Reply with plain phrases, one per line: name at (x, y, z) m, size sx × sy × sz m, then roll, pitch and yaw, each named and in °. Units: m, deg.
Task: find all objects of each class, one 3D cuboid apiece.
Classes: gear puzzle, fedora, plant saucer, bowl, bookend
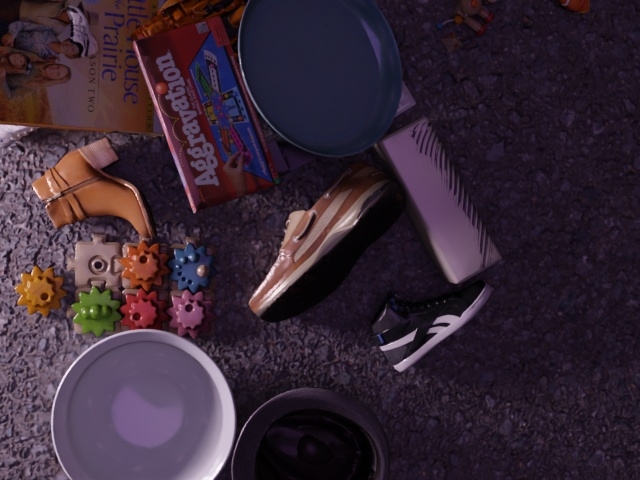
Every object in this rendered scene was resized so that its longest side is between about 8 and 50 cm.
gear puzzle at (-0.343, 0.078, 1.825) m, size 0.339 × 0.044 × 0.175 m, roll 2°, pitch 92°, yaw -6°
fedora at (-0.021, 0.359, 1.826) m, size 0.276 × 0.124 × 0.243 m, roll 13°, pitch 93°, yaw -14°
plant saucer at (-0.004, -0.288, 1.766) m, size 0.318 × 0.044 × 0.317 m, roll 7°, pitch 78°, yaw -34°
bowl at (-0.286, 0.289, 1.794) m, size 0.298 × 0.134 × 0.297 m, roll 0°, pitch 92°, yaw -5°
bookend at (-0.069, -0.143, 1.788) m, size 0.156 × 0.157 × 0.072 m, roll -26°, pitch 95°, yaw -3°

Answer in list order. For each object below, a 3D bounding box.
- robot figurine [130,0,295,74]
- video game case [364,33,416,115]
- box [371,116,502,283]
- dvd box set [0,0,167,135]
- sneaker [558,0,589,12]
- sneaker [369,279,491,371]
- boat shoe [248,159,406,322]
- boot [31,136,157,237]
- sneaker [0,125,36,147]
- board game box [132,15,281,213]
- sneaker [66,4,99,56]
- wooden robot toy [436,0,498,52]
robot figurine at (-0.150, -0.351, 1.779) m, size 0.291 × 0.085 × 0.211 m, roll -36°, pitch 101°, yaw -19°
video game case at (0.062, -0.255, 1.867) m, size 0.157 × 0.019 × 0.143 m, roll -32°, pitch 94°, yaw -3°
box at (0.194, -0.068, 1.841) m, size 0.094 × 0.113 × 0.275 m, roll -30°, pitch 96°, yaw -5°
dvd box set at (-0.443, -0.329, 1.708) m, size 0.421 × 0.062 × 0.307 m, roll 2°, pitch 91°, yaw -30°
sneaker at (0.468, -0.480, 1.886) m, size 0.067 × 0.064 × 0.175 m, roll 20°, pitch 95°, yaw -26°
sneaker at (0.177, 0.115, 1.850) m, size 0.217 × 0.079 × 0.121 m, roll -42°, pitch 95°, yaw 7°
boat shoe at (0.000, 0.000, 1.830) m, size 0.324 × 0.122 × 0.120 m, roll -45°, pitch 60°, yaw 8°
boot at (-0.374, -0.057, 1.807) m, size 0.152 × 0.073 × 0.197 m, roll -32°, pitch 83°, yaw -5°
sneaker at (-0.502, -0.192, 1.796) m, size 0.191 × 0.071 × 0.082 m, roll 6°, pitch 98°, yaw 3°
board game box at (-0.176, -0.197, 1.686) m, size 0.145 × 0.027 × 0.281 m, roll -20°, pitch 89°, yaw -15°
sneaker at (-0.379, -0.326, 1.691) m, size 0.037 × 0.032 × 0.083 m, roll -34°, pitch 108°, yaw -24°
wooden robot toy at (0.267, -0.401, 1.851) m, size 0.076 × 0.079 × 0.173 m, roll 32°, pitch 89°, yaw -6°
